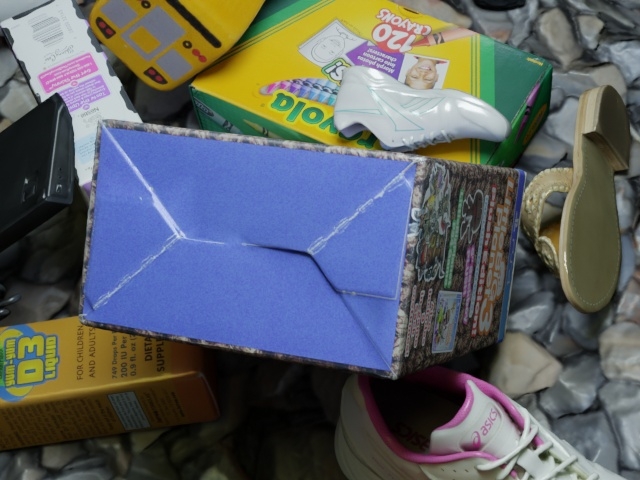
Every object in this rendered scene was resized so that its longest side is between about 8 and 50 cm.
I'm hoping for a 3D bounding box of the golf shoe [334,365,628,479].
[{"bbox_3d":[0.141,0.178,1.017,0.306,0.140,0.115,23,62,19],"label":"golf shoe"}]

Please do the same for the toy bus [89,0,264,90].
[{"bbox_3d":[-0.089,-0.291,1.311,0.130,0.108,0.333,-30,27,39],"label":"toy bus"}]

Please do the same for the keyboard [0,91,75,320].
[{"bbox_3d":[-0.305,0.024,1.132,0.317,0.033,0.202,-30,44,33],"label":"keyboard"}]

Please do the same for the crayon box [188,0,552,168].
[{"bbox_3d":[0.045,-0.125,1.252,0.278,0.081,0.165,24,64,20],"label":"crayon box"}]

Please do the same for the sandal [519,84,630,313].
[{"bbox_3d":[0.206,-0.028,1.191,0.079,0.088,0.240,-15,43,36],"label":"sandal"}]

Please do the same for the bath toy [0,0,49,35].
[{"bbox_3d":[-0.398,-0.308,1.392,0.348,0.151,0.129,39,60,19],"label":"bath toy"}]

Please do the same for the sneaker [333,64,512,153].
[{"bbox_3d":[0.082,-0.097,1.157,0.152,0.054,0.061,15,77,19],"label":"sneaker"}]

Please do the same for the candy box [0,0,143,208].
[{"bbox_3d":[-0.189,-0.085,1.208,0.070,0.165,0.196,-26,58,-8],"label":"candy box"}]

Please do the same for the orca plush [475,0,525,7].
[{"bbox_3d":[0.195,-0.305,1.335,0.287,0.102,0.151,6,59,10],"label":"orca plush"}]

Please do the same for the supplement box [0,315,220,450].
[{"bbox_3d":[-0.202,0.112,1.137,0.233,0.080,0.078,-10,55,4],"label":"supplement box"}]

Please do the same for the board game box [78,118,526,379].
[{"bbox_3d":[0.000,0.000,1.027,0.232,0.291,0.141,8,94,21],"label":"board game box"}]
